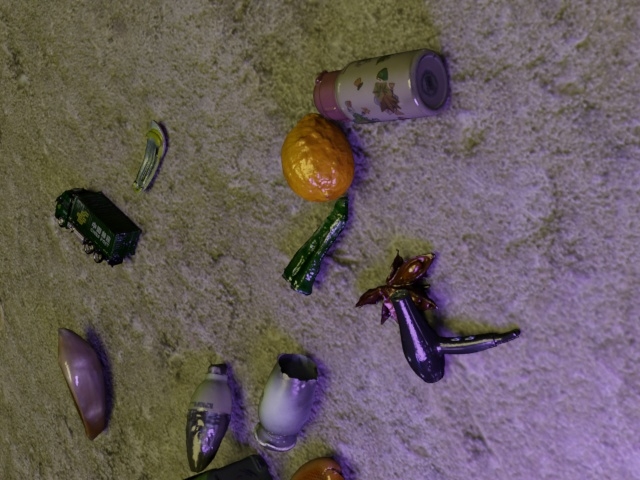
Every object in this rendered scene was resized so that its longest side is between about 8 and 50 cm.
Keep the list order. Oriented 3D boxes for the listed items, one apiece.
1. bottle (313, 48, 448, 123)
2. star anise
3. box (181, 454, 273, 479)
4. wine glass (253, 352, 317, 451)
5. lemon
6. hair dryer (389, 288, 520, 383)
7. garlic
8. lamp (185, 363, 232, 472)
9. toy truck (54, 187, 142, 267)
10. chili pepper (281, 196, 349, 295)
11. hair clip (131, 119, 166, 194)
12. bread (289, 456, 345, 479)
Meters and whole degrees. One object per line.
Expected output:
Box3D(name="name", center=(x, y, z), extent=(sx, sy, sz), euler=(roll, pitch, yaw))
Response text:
Box3D(name="bottle", center=(0.098, -0.271, 1.558), extent=(0.253, 0.120, 0.120), euler=(0, 97, 43))
Box3D(name="star anise", center=(0.158, 0.111, 1.610), extent=(0.157, 0.053, 0.212), euler=(53, 125, 22))
Box3D(name="box", center=(-0.180, 0.637, 1.871), extent=(0.178, 0.253, 0.328), euler=(-40, 72, 28))
Box3D(name="wine glass", center=(-0.072, 0.340, 1.810), extent=(0.111, 0.111, 0.204), euler=(37, 122, 31))
Box3D(name="lemon", center=(-0.008, -0.158, 1.651), extent=(0.142, 0.142, 0.187), euler=(-28, 66, 40))
Box3D(name="hair dryer", center=(0.242, 0.162, 1.524), extent=(0.219, 0.075, 0.195), euler=(-10, 120, 24))
Box3D(name="garlic", center=(-0.634, 0.386, 2.310), extent=(0.143, 0.112, 0.318), euler=(22, 120, 61))
Box3D(name="lamp", center=(-0.252, 0.399, 1.951), extent=(0.101, 0.101, 0.250), euler=(-9, 65, 42))
Box3D(name="toy truck", center=(-0.577, -0.041, 2.206), extent=(0.259, 0.088, 0.121), euler=(38, 121, 29))
Box3D(name="chili pepper", center=(0.000, 0.000, 1.730), extent=(0.088, 0.059, 0.227), euler=(52, 124, 37))
Box3D(name="hair clip", center=(-0.407, -0.193, 2.067), extent=(0.060, 0.033, 0.188), euler=(38, 117, 28))
Box3D(name="bread", center=(-0.005, 0.519, 1.806), extent=(0.189, 0.077, 0.114), euler=(-46, 48, 37))
